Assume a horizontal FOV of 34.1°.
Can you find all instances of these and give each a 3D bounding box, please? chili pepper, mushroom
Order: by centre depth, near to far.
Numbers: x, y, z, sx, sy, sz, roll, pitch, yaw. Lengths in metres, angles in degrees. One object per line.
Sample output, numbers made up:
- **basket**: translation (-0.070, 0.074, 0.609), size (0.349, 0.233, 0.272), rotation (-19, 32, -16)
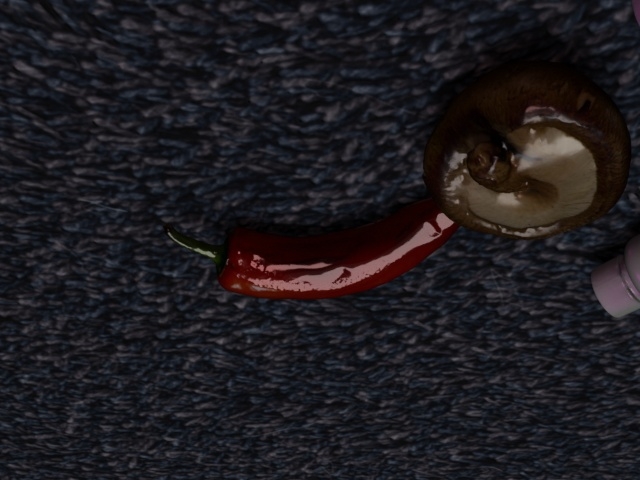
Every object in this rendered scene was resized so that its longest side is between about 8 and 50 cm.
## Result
- **mushroom**: translation (0.217, -0.096, 1.084), size (0.194, 0.138, 0.231), rotation (16, 150, -32)
- **chili pepper**: translation (0.006, 0.005, 1.253), size (0.368, 0.092, 0.137), rotation (-10, 118, 5)

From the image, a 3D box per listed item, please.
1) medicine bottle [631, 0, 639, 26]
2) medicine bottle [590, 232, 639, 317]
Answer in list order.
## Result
- **medicine bottle**: translation (0.385, -0.252, 0.841), size (0.152, 0.152, 0.254), rotation (17, 148, -13)
- **medicine bottle**: translation (0.437, 0.006, 1.193), size (0.260, 0.095, 0.095), rotation (-32, 127, 33)
